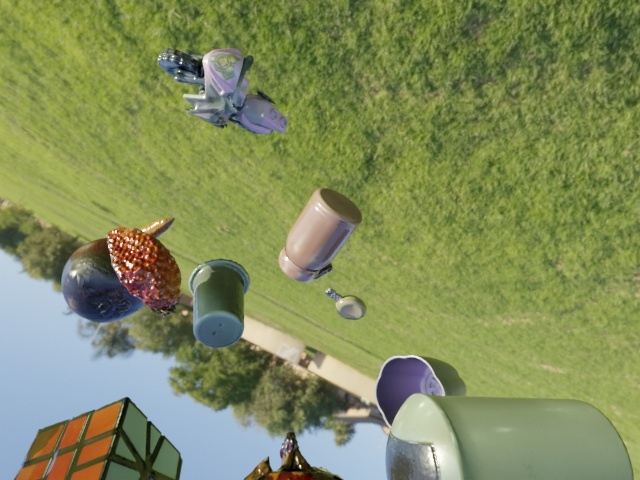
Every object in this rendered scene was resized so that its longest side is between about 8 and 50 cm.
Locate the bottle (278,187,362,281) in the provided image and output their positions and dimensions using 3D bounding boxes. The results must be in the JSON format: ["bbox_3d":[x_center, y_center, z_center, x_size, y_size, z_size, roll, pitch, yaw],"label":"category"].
[{"bbox_3d":[0.000,0.000,1.498,0.207,0.296,0.173,13,-147,-37],"label":"bottle"}]

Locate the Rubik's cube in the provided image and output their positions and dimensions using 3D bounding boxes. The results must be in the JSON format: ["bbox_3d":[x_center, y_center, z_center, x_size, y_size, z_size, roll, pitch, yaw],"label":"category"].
[{"bbox_3d":[-0.541,0.611,1.151,0.293,0.284,0.288,-95,-17,-60],"label":"Rubik's cube"}]

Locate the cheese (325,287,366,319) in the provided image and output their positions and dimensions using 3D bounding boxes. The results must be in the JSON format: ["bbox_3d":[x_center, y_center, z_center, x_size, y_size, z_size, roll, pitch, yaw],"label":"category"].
[{"bbox_3d":[0.085,0.227,1.692,0.171,0.092,0.047,21,-147,-13],"label":"cheese"}]

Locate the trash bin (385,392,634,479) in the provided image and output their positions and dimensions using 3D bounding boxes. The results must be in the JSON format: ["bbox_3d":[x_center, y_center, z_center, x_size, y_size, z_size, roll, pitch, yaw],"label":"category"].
[{"bbox_3d":[0.347,0.448,0.949,0.433,0.279,0.280,3,174,-13],"label":"trash bin"}]

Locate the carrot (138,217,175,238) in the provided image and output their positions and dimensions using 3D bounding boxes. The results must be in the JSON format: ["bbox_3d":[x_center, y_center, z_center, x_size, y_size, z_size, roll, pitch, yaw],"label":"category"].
[{"bbox_3d":[-0.599,-0.034,1.707,0.205,0.072,0.072,-25,143,23],"label":"carrot"}]

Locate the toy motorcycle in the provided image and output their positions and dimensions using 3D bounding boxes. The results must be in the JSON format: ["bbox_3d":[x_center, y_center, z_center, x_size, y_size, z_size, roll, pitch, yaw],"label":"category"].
[{"bbox_3d":[-0.185,-0.316,1.033,0.188,0.142,0.327,7,168,35],"label":"toy motorcycle"}]

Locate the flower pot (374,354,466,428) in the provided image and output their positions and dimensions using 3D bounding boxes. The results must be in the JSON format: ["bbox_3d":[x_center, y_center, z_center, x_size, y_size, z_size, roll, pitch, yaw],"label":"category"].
[{"bbox_3d":[0.361,0.512,1.597,0.243,0.264,0.265,11,-177,-44],"label":"flower pot"}]

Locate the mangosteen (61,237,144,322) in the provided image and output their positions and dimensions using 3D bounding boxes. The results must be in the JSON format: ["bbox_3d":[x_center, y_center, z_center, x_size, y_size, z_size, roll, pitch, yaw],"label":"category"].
[{"bbox_3d":[-0.689,0.116,1.551,0.297,0.298,0.293,56,-169,-70],"label":"mangosteen"}]

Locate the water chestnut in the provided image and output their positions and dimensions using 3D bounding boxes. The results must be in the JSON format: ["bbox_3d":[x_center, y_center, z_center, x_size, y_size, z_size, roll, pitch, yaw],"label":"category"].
[{"bbox_3d":[-0.063,0.566,1.019,0.300,0.299,0.300,25,169,5],"label":"water chestnut"}]

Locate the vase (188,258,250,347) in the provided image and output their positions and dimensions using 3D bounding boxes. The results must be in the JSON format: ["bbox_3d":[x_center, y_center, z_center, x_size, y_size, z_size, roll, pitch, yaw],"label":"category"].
[{"bbox_3d":[-0.376,0.243,1.790,0.245,0.245,0.291,32,-160,-29],"label":"vase"}]

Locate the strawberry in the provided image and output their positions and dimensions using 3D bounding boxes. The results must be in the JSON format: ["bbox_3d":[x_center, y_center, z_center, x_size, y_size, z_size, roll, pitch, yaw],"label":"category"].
[{"bbox_3d":[-0.380,0.053,1.063,0.235,0.107,0.175,54,180,-8],"label":"strawberry"}]
